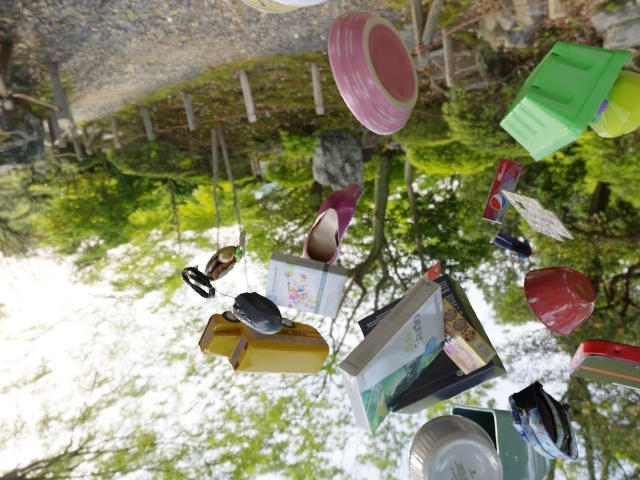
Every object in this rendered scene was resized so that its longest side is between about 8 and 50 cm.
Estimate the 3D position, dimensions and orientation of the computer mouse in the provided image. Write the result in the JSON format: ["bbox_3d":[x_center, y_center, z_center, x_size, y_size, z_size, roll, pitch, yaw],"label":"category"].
[{"bbox_3d":[-0.184,0.121,0.937,0.242,0.071,0.041,23,-150,14],"label":"computer mouse"}]

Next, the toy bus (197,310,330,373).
[{"bbox_3d":[-0.145,0.278,1.234,0.333,0.108,0.130,15,-159,-39],"label":"toy bus"}]

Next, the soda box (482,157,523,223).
[{"bbox_3d":[0.770,-0.211,1.974,0.092,0.263,0.083,19,-163,20],"label":"soda box"}]

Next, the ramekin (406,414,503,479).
[{"bbox_3d":[0.401,0.662,1.359,0.273,0.272,0.127,-10,177,-4],"label":"ramekin"}]

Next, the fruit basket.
[{"bbox_3d":[0.740,-0.359,1.288,0.392,0.283,0.392,30,-176,-2],"label":"fruit basket"}]

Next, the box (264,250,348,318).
[{"bbox_3d":[-0.038,0.110,1.142,0.186,0.145,0.038,14,-144,2],"label":"box"}]

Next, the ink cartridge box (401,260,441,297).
[{"bbox_3d":[0.431,0.205,1.898,0.231,0.078,0.134,-49,-175,24],"label":"ink cartridge box"}]

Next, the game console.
[{"bbox_3d":[1.047,0.427,1.520,0.387,0.060,0.342,10,157,23],"label":"game console"}]

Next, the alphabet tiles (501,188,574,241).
[{"bbox_3d":[0.684,-0.074,1.459,0.009,0.198,0.237,-44,-163,4],"label":"alphabet tiles"}]

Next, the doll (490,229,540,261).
[{"bbox_3d":[0.776,0.023,1.837,0.189,0.046,0.129,33,-127,25],"label":"doll"}]

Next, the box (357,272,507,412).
[{"bbox_3d":[0.343,0.334,1.472,0.343,0.312,0.179,-31,146,19],"label":"box"}]

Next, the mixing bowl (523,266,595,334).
[{"bbox_3d":[0.612,0.134,1.162,0.181,0.181,0.098,-18,162,-37],"label":"mixing bowl"}]

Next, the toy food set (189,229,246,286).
[{"bbox_3d":[-0.264,0.066,1.272,0.038,0.132,0.192,38,-124,20],"label":"toy food set"}]

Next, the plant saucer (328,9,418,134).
[{"bbox_3d":[0.158,-0.449,1.224,0.084,0.332,0.332,-14,-174,40],"label":"plant saucer"}]

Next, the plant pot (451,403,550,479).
[{"bbox_3d":[0.626,0.693,1.584,0.252,0.247,0.247,7,163,-19],"label":"plant pot"}]

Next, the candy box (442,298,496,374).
[{"bbox_3d":[0.359,0.256,1.237,0.053,0.186,0.109,-36,165,-29],"label":"candy box"}]

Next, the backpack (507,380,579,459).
[{"bbox_3d":[0.573,0.479,1.193,0.117,0.158,0.173,-42,-159,30],"label":"backpack"}]

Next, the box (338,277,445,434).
[{"bbox_3d":[0.185,0.273,1.112,0.322,0.232,0.058,-39,-138,-28],"label":"box"}]

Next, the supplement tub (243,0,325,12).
[{"bbox_3d":[-0.055,-0.531,0.803,0.241,0.241,0.331,-12,-155,-11],"label":"supplement tub"}]

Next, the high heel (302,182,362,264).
[{"bbox_3d":[0.000,0.000,1.395,0.127,0.377,0.181,29,-146,11],"label":"high heel"}]
